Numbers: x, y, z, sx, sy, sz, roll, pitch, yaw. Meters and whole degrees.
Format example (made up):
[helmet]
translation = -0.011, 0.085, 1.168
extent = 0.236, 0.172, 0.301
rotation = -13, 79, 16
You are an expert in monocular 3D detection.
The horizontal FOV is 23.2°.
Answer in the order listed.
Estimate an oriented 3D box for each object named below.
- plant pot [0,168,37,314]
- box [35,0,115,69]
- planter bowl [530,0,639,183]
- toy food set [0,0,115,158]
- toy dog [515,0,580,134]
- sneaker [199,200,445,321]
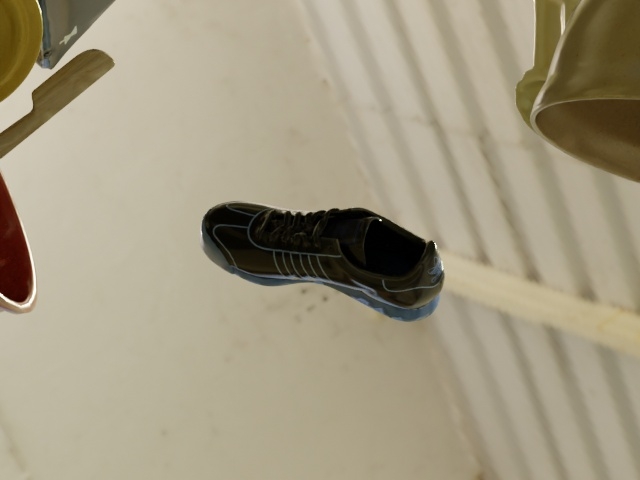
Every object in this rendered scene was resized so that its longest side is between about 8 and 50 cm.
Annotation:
[plant pot]
translation = -0.409, -0.009, 1.249
extent = 0.272, 0.265, 0.272
rotation = -26, 90, -88
[box]
translation = -0.326, -0.388, 1.347
extent = 0.395, 0.212, 0.293
rotation = 39, -17, 4
[planter bowl]
translation = 0.176, -0.081, 0.622
extent = 0.162, 0.109, 0.162
rotation = 15, -6, 2
[toy food set]
translation = -0.261, -0.154, 1.047
extent = 0.218, 0.128, 0.071
rotation = 38, 12, -38
[toy dog]
translation = 0.501, -0.308, 2.009
extent = 0.395, 0.408, 0.284
rotation = 19, -54, 51
[sneaker]
translation = 0.000, 0.000, 1.387
extent = 0.232, 0.081, 0.090
rotation = 15, -31, 11
